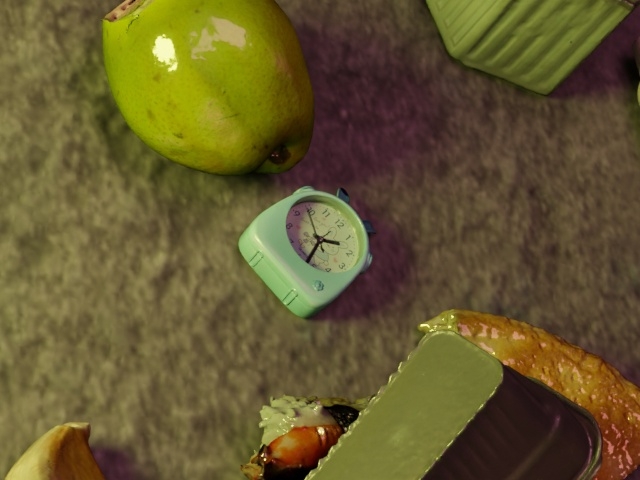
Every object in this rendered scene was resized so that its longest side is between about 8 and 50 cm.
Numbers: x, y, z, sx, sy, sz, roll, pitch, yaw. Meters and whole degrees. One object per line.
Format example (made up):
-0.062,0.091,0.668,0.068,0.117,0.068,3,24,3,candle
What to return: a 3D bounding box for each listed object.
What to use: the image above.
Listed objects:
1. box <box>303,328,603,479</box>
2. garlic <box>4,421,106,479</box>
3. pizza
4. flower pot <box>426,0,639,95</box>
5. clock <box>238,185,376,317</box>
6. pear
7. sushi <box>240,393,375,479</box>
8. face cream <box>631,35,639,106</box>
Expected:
0.102,0.208,1.546,0.138,0.178,0.274,31,77,41,box
-0.182,0.248,1.503,0.198,0.090,0.128,46,40,8,garlic
0.187,0.208,1.732,0.280,0.075,0.287,31,55,-4,pizza
0.244,-0.298,1.968,0.239,0.189,0.209,21,56,-17,flower pot
0.000,0.000,1.762,0.108,0.045,0.147,50,52,4,clock
-0.098,-0.150,1.719,0.187,0.187,0.219,-45,108,-38,pear
0.011,0.185,1.634,0.226,0.097,0.103,7,65,-42,sushi
0.407,-0.113,2.019,0.082,0.082,0.269,-1,64,-28,face cream
